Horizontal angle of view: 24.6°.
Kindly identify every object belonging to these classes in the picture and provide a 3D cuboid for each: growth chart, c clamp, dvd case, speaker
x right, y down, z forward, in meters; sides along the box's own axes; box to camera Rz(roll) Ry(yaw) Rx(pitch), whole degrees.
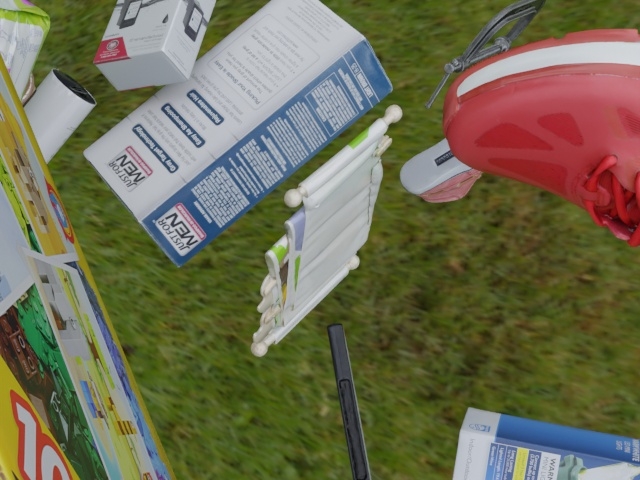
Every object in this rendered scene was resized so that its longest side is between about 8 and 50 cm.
[{"bbox_3d":[0.000,0.000,1.338,0.021,0.237,0.172,38,53,20],"label":"growth chart"},{"bbox_3d":[0.189,-0.222,1.640,0.022,0.137,0.160,46,43,13],"label":"c clamp"},{"bbox_3d":[0.042,0.239,1.739,0.022,0.180,0.253,-10,73,0],"label":"dvd case"},{"bbox_3d":[-0.278,-0.099,1.416,0.055,0.055,0.136,39,101,-15],"label":"speaker"}]

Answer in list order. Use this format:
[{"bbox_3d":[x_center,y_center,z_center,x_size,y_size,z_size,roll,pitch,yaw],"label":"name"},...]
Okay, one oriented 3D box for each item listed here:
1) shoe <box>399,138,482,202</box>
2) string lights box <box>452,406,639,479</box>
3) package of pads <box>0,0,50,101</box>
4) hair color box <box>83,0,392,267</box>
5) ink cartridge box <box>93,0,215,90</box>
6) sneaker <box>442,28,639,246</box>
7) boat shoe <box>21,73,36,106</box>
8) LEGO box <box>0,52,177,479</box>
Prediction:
[{"bbox_3d":[0.195,-0.107,1.935,0.178,0.081,0.063,-28,68,16],"label":"shoe"},{"bbox_3d":[0.255,0.254,1.397,0.259,0.077,0.133,9,103,10],"label":"string lights box"},{"bbox_3d":[-0.380,-0.107,1.276,0.229,0.101,0.296,29,103,23],"label":"package of pads"},{"bbox_3d":[-0.102,-0.146,1.805,0.347,0.174,0.105,-39,136,-5],"label":"hair color box"},{"bbox_3d":[-0.198,-0.263,1.781,0.063,0.109,0.150,48,46,-44],"label":"ink cartridge box"},{"bbox_3d":[0.146,-0.005,0.568,0.221,0.087,0.128,4,66,21],"label":"sneaker"},{"bbox_3d":[-0.467,-0.149,1.647,0.324,0.116,0.123,-4,62,16],"label":"boat shoe"},{"bbox_3d":[-0.253,0.040,0.819,0.193,0.372,0.500,-22,90,1],"label":"LEGO box"}]
